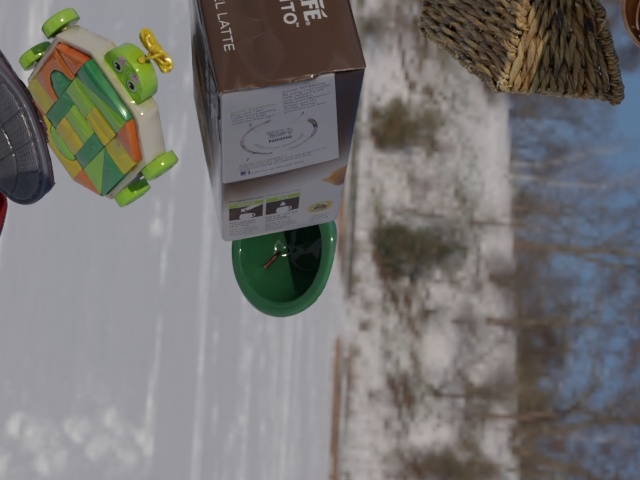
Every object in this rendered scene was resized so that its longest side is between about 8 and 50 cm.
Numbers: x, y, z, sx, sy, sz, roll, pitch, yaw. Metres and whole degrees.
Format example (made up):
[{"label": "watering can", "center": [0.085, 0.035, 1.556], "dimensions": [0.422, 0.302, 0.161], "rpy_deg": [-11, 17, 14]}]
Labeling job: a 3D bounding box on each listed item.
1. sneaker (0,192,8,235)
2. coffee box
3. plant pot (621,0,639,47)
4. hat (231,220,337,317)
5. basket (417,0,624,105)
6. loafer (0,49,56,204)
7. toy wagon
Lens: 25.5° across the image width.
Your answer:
[{"label": "sneaker", "center": [-0.499, -0.112, 1.958], "dimensions": [0.090, 0.145, 0.270], "rpy_deg": [-7, 101, -58]}, {"label": "coffee box", "center": [-0.038, -0.115, 1.019], "dimensions": [0.246, 0.098, 0.141], "rpy_deg": [100, -21, -68]}, {"label": "plant pot", "center": [0.489, -0.276, 1.818], "dimensions": [0.165, 0.167, 0.167], "rpy_deg": [32, 57, -59]}, {"label": "hat", "center": [0.000, 0.000, 1.925], "dimensions": [0.183, 0.173, 0.208], "rpy_deg": [4, 96, -54]}, {"label": "basket", "center": [0.314, -0.351, 2.089], "dimensions": [0.299, 0.223, 0.213], "rpy_deg": [-128, -134, -56]}, {"label": "loafer", "center": [-0.417, -0.191, 1.819], "dimensions": [0.302, 0.109, 0.095], "rpy_deg": [60, 25, -1]}, {"label": "toy wagon", "center": [-0.308, -0.197, 2.002], "dimensions": [0.267, 0.068, 0.344], "rpy_deg": [55, -32, -1]}]
